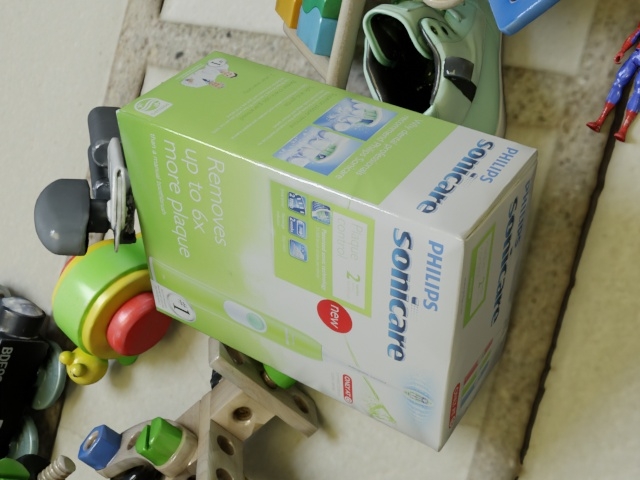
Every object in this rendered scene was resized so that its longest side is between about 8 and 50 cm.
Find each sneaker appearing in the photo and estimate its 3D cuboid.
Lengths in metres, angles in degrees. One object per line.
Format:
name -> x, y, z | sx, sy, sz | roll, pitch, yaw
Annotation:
sneaker -> 0.089, -0.196, 0.638 | 0.094, 0.151, 0.255 | -11, 80, 29

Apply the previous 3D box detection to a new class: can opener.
can opener -> -0.205, -0.068, 0.740 | 0.280, 0.093, 0.074 | -120, 35, -65

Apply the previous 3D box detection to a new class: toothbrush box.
toothbrush box -> 0.000, 0.000, 0.618 | 0.283, 0.122, 0.206 | 22, 135, 25

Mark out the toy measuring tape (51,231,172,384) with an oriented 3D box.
toy measuring tape -> -0.174, 0.006, 0.786 | 0.121, 0.121, 0.330 | 37, 103, 26

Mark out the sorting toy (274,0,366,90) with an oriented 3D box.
sorting toy -> 0.003, -0.240, 0.653 | 0.208, 0.038, 0.193 | -112, 31, -57

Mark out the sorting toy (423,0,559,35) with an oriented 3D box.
sorting toy -> 0.124, -0.279, 0.580 | 0.196, 0.047, 0.347 | -47, 44, 25

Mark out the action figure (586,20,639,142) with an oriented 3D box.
action figure -> 0.246, -0.135, 0.618 | 0.038, 0.030, 0.115 | 29, 98, 32

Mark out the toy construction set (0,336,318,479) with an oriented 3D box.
toy construction set -> -0.072, 0.228, 0.675 | 0.237, 0.257, 0.309 | -41, 89, 7

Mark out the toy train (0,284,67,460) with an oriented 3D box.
toy train -> -0.406, 0.200, 0.890 | 0.190, 0.142, 0.333 | 27, 99, 37
